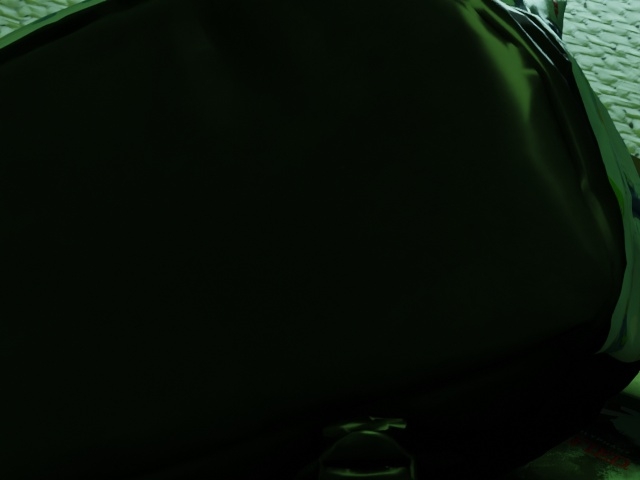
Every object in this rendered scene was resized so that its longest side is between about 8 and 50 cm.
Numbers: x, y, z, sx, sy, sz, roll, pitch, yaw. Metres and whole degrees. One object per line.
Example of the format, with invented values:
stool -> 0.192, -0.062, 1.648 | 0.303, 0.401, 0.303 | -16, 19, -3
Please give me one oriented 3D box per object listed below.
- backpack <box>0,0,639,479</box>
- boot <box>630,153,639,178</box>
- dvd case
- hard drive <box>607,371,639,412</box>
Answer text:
backpack -> 0.000, 0.000, 0.742 | 0.290, 0.273, 0.355 | -18, -20, 20
boot -> 0.214, 0.051, 0.988 | 0.305, 0.112, 0.115 | 20, 52, 3
dvd case -> 0.115, 0.098, 0.932 | 0.087, 0.013, 0.119 | 26, 28, 28
hard drive -> 0.129, 0.026, 0.927 | 0.135, 0.022, 0.094 | 19, 63, 9
